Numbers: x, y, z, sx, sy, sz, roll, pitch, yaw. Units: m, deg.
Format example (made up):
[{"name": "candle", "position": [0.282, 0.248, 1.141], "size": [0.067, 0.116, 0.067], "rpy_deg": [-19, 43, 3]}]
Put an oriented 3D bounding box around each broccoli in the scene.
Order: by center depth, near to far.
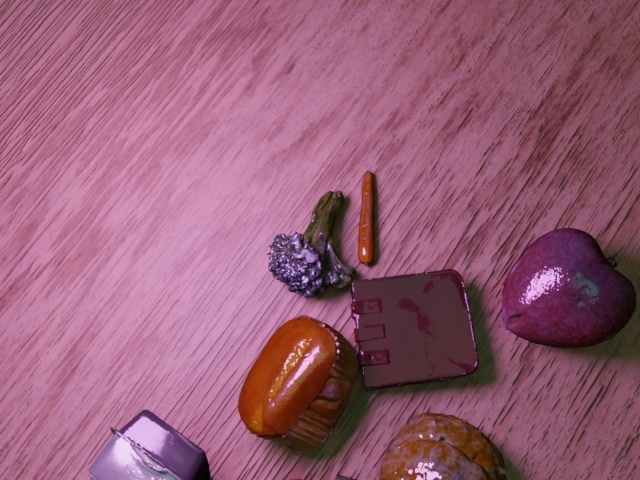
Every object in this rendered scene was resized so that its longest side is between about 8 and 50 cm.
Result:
[{"name": "broccoli", "position": [0.012, 0.014, 1.437], "size": [0.198, 0.177, 0.275], "rpy_deg": [37, 68, 17]}]

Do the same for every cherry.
[{"name": "cherry", "position": [0.543, 0.116, 1.334], "size": [0.307, 0.221, 0.261], "rpy_deg": [-36, 68, 8]}]

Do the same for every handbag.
[{"name": "handbag", "position": [0.212, 0.205, 1.401], "size": [0.275, 0.084, 0.260], "rpy_deg": [-10, 76, 2]}]

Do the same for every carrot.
[{"name": "carrot", "position": [0.116, -0.057, 1.496], "size": [0.043, 0.043, 0.248], "rpy_deg": [1, 74, 4]}]

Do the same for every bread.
[{"name": "bread", "position": [-0.053, 0.313, 1.330], "size": [0.204, 0.156, 0.288], "rpy_deg": [31, 85, 40]}]

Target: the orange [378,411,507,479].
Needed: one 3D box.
[{"name": "orange", "position": [0.243, 0.550, 1.252], "size": [0.270, 0.210, 0.369], "rpy_deg": [21, 76, 11]}]

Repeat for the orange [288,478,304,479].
[{"name": "orange", "position": [-0.051, 0.589, 1.308], "size": [0.135, 0.117, 0.136], "rpy_deg": [0, 89, 11]}]

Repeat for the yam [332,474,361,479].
[{"name": "yam", "position": [0.068, 0.553, 1.344], "size": [0.094, 0.043, 0.043], "rpy_deg": [13, 77, 9]}]

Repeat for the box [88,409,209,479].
[{"name": "box", "position": [-0.348, 0.494, 1.265], "size": [0.220, 0.291, 0.166], "rpy_deg": [32, 60, 11]}]
